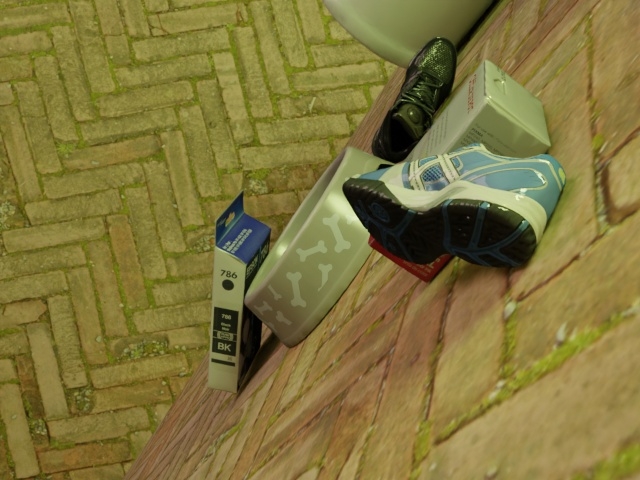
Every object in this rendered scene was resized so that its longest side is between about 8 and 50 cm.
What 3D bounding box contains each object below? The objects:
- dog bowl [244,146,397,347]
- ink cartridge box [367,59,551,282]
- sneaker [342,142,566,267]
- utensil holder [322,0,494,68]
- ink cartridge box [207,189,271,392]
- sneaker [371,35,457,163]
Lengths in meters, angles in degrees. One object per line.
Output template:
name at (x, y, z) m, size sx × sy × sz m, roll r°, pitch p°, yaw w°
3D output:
dog bowl at (0.000, 0.000, 1.186) m, size 0.348 × 0.102 × 0.349 m, roll -56°, pitch 6°, yaw 9°
ink cartridge box at (0.128, -0.066, 0.691) m, size 0.175 × 0.072 × 0.127 m, roll -52°, pitch 8°, yaw 30°
sneaker at (0.100, -0.031, 0.586) m, size 0.081 × 0.080 × 0.211 m, roll -46°, pitch 32°, yaw -22°
utensil holder at (0.226, -0.567, 1.391) m, size 0.385 × 0.328 × 0.327 m, roll -47°, pitch 11°, yaw 39°
ink cartridge box at (-0.145, 0.091, 1.322) m, size 0.165 × 0.065 × 0.332 m, roll -63°, pitch -19°, yaw -63°
sneaker at (0.164, -0.227, 1.189) m, size 0.227 × 0.087 × 0.130 m, roll -59°, pitch 8°, yaw 1°
